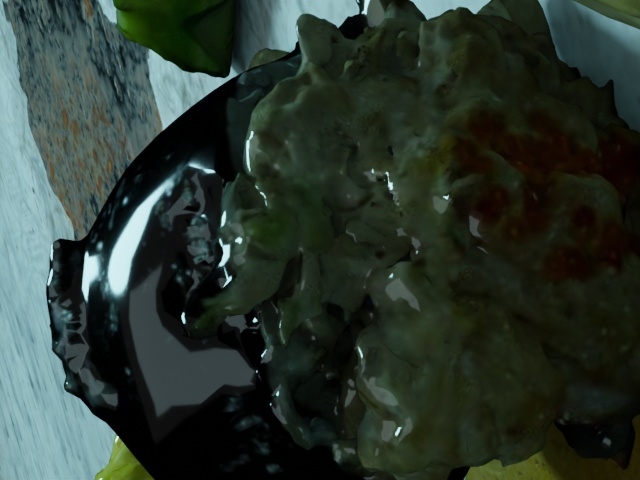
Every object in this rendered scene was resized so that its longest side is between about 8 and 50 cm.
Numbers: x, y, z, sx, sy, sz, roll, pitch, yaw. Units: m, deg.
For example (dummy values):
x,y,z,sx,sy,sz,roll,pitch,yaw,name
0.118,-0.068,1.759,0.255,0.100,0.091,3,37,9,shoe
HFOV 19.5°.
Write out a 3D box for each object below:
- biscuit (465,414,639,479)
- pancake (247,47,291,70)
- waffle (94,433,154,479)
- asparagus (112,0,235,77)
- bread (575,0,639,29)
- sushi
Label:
x,y,z,sx,sy,sz,roll,pitch,yaw,name
0.137,0.128,0.864,0.158,0.035,0.240,64,155,18,biscuit
0.000,0.000,1.095,0.212,0.029,0.235,-18,89,68,pancake
-0.005,0.225,0.999,0.324,0.261,0.151,42,118,45,waffle
-0.077,-0.227,1.057,0.343,0.085,0.082,96,172,-46,asparagus
0.062,-0.219,0.563,0.389,0.183,0.236,58,180,35,bread
0.030,0.010,0.790,0.218,0.225,0.238,-25,91,52,sushi
